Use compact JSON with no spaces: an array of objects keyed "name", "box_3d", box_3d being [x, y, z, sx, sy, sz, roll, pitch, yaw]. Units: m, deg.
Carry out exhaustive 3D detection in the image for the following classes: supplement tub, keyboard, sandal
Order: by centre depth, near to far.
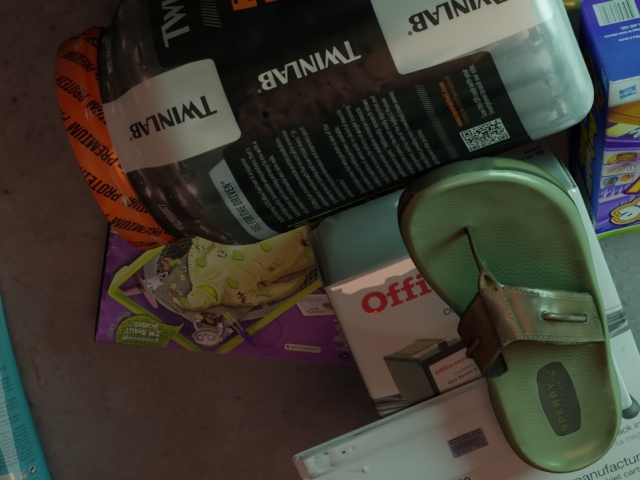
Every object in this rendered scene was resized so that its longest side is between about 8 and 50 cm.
[{"name":"supplement tub","box_3d":[0.002,-0.124,1.281,0.338,0.207,0.207,-20,113,11]},{"name":"sandal","box_3d":[0.151,0.062,1.305,0.120,0.086,0.302,-22,123,10]},{"name":"keyboard","box_3d":[0.109,0.146,1.409,0.256,0.014,0.072,-23,118,5]}]

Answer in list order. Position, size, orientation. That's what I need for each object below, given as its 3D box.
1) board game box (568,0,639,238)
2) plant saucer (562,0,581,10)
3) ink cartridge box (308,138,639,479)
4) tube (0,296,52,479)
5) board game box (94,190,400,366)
[{"name":"board game box","box_3d":[0.371,-0.124,1.407,0.347,0.078,0.233,-13,151,-2]},{"name":"plant saucer","box_3d":[0.135,-0.332,1.340,0.333,0.081,0.332,-6,112,5]},{"name":"ink cartridge box","box_3d":[0.139,0.094,1.462,0.211,0.121,0.289,-22,113,4]},{"name":"tube","box_3d":[-0.272,0.142,1.522,0.080,0.052,0.207,-18,108,-5]},{"name":"board game box","box_3d":[0.000,0.000,1.497,0.347,0.056,0.208,7,107,-10]}]
